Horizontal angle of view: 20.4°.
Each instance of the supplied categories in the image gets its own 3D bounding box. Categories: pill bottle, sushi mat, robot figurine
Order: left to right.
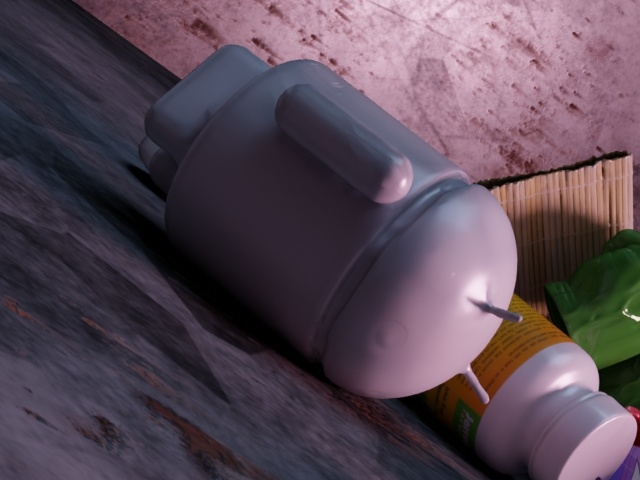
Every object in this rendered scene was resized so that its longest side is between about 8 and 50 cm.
[{"bbox_3d":[0.015,-0.010,1.453,0.353,0.200,0.300,40,-20,18],"label":"robot figurine"},{"bbox_3d":[0.165,0.126,1.620,0.246,0.136,0.136,41,6,34],"label":"pill bottle"},{"bbox_3d":[0.232,0.041,1.732,0.316,0.151,0.019,79,-4,-46],"label":"sushi mat"}]

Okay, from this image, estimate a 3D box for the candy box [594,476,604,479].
[{"bbox_3d":[0.254,0.266,1.357,0.165,0.070,0.196,38,5,9],"label":"candy box"}]

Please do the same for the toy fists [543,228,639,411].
[{"bbox_3d":[0.306,0.097,1.726,0.279,0.142,0.096,68,-1,-46],"label":"toy fists"}]

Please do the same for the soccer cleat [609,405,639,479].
[{"bbox_3d":[0.305,0.249,1.589,0.109,0.116,0.318,35,5,-22],"label":"soccer cleat"}]

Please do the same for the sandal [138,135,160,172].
[{"bbox_3d":[0.004,0.005,1.792,0.416,0.102,0.169,36,6,-21],"label":"sandal"}]
